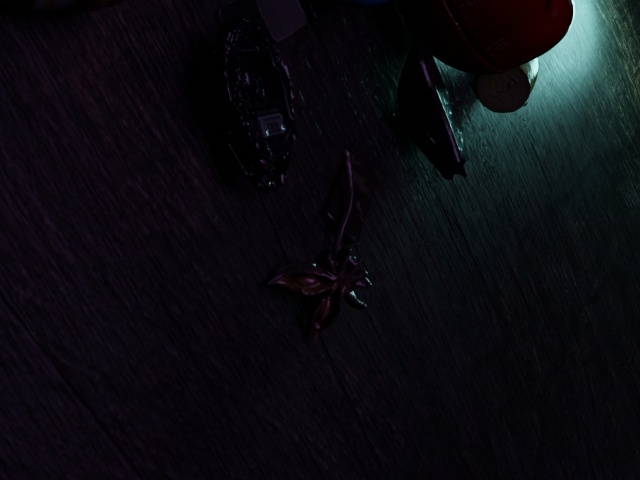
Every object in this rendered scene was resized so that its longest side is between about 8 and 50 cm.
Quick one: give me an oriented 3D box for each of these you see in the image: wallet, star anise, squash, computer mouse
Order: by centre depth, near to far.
[{"bbox_3d":[-0.097,-0.178,1.197,0.146,0.077,0.242,-20,98,-54],"label":"computer mouse"},{"bbox_3d":[0.000,0.000,1.301,0.148,0.218,0.227,18,22,-15],"label":"star anise"},{"bbox_3d":[0.048,-0.069,1.405,0.082,0.018,0.157,49,44,-28],"label":"wallet"},{"bbox_3d":[0.189,-0.219,1.586,0.264,0.088,0.147,64,21,-15],"label":"computer mouse"},{"bbox_3d":[0.391,-0.355,1.885,0.123,0.123,0.187,59,35,-22],"label":"squash"}]

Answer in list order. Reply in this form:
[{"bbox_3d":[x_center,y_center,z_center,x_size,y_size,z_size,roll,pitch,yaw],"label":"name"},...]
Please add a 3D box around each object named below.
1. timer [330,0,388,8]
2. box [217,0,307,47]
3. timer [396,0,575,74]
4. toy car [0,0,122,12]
[{"bbox_3d":[0.059,-0.542,1.369,0.309,0.115,0.340,-41,106,-9],"label":"timer"},{"bbox_3d":[-0.078,-0.309,1.272,0.122,0.069,0.084,-48,118,-49],"label":"box"},{"bbox_3d":[0.290,-0.491,1.651,0.378,0.279,0.378,27,55,-46],"label":"timer"},{"bbox_3d":[-0.306,-0.327,0.942,0.235,0.145,0.235,-1,91,-37],"label":"toy car"}]
